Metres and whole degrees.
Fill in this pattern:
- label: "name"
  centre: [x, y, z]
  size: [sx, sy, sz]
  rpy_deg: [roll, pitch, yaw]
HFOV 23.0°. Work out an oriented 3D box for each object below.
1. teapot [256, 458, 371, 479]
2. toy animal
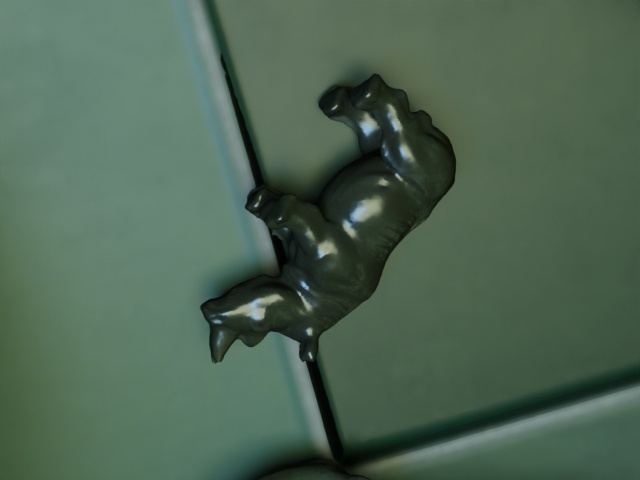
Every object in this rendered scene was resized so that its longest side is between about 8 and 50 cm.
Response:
- label: "teapot"
  centre: [0.072, 0.186, 0.652]
  size: [0.269, 0.173, 0.182]
  rpy_deg: [41, 62, 8]
- label: "toy animal"
  centre: [0.000, 0.000, 0.647]
  size: [0.065, 0.047, 0.136]
  rpy_deg: [38, 91, -20]
